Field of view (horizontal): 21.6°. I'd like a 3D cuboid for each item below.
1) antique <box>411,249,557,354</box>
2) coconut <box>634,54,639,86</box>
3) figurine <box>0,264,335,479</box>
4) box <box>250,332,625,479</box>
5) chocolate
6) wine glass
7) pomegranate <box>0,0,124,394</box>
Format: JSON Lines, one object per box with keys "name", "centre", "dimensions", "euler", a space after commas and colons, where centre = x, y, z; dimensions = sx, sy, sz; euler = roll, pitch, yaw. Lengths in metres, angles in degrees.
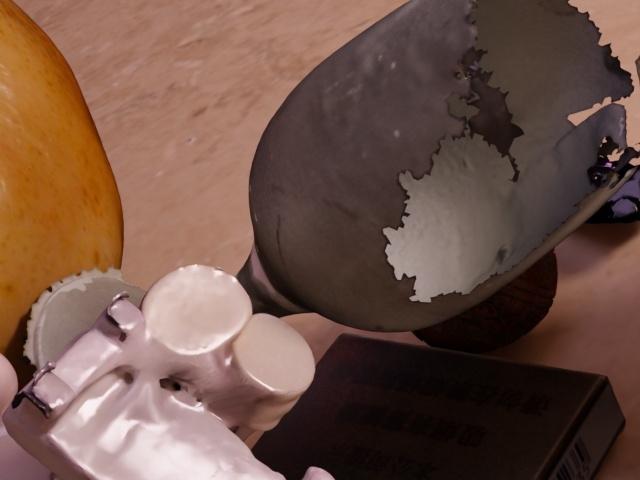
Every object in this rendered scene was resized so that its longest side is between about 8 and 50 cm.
{"name": "antique", "centre": [0.084, 0.017, 0.943], "dimensions": [0.104, 0.104, 0.104], "euler": [-18, 35, 13]}
{"name": "coconut", "centre": [0.276, -0.028, 0.755], "dimensions": [0.244, 0.239, 0.239], "euler": [-12, 36, 11]}
{"name": "figurine", "centre": [-0.106, 0.138, 0.753], "dimensions": [0.257, 0.182, 0.144], "euler": [-49, 19, 41]}
{"name": "box", "centre": [0.000, 0.180, 0.825], "dimensions": [0.180, 0.047, 0.325], "euler": [7, 45, 40]}
{"name": "chocolate", "centre": [0.136, -0.024, 1.008], "dimensions": [0.147, 0.070, 0.072], "euler": [9, 36, 27]}
{"name": "wine glass", "centre": [0.000, 0.000, 0.794], "dimensions": [0.321, 0.143, 0.143], "euler": [-39, 24, 35]}
{"name": "pomegranate", "centre": [-0.326, 0.008, 0.974], "dimensions": [0.416, 0.417, 0.417], "euler": [-18, 35, 13]}
